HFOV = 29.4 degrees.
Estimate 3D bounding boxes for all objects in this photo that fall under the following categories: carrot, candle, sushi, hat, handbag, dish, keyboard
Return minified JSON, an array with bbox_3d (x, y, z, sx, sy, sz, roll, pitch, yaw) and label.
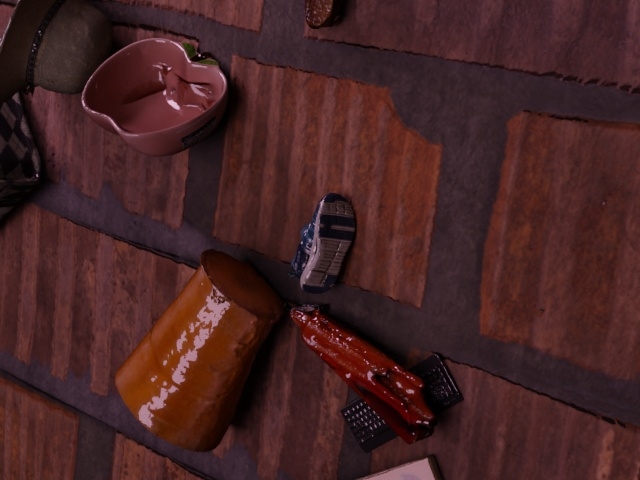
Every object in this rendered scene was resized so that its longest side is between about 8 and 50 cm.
[{"bbox_3d":[-0.163,0.156,1.789,0.196,0.196,0.254,44,111,25],"label":"carrot"},{"bbox_3d":[0.047,0.167,1.656,0.301,0.059,0.084,36,106,36],"label":"candle"},{"bbox_3d":[0.007,-0.329,1.618,0.052,0.055,0.120,22,122,23],"label":"sushi"},{"bbox_3d":[-0.394,-0.301,1.880,0.130,0.257,0.257,26,118,-2],"label":"hat"},{"bbox_3d":[-0.674,-0.146,2.144,0.416,0.180,0.317,-36,67,43],"label":"handbag"},{"bbox_3d":[-0.233,-0.196,1.789,0.213,0.213,0.090,33,150,30],"label":"dish"},{"bbox_3d":[0.106,0.224,1.659,0.196,0.015,0.074,-36,76,38],"label":"keyboard"}]

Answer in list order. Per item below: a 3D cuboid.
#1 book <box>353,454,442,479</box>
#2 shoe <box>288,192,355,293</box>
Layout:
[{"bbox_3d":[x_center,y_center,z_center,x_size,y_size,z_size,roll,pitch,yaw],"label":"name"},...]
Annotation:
[{"bbox_3d":[0.055,0.435,1.672,0.295,0.020,0.208,-23,84,19],"label":"book"},{"bbox_3d":[0.000,0.000,1.682,0.071,0.063,0.143,36,115,50],"label":"shoe"}]
